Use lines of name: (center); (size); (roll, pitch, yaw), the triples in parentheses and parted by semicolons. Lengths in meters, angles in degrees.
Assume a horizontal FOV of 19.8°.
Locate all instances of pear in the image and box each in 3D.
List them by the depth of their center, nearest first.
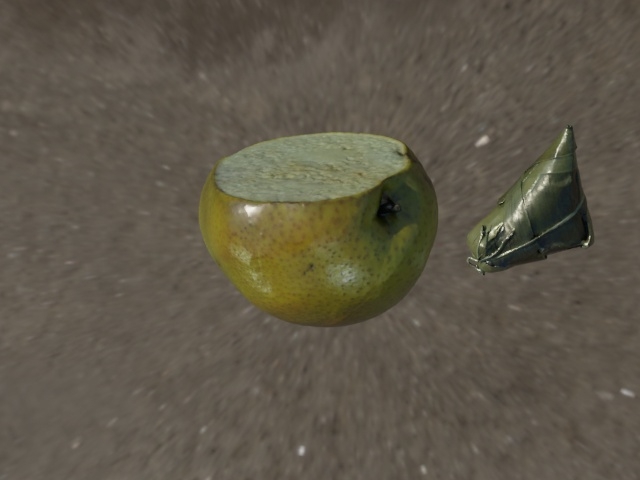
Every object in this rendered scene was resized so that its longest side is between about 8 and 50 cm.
pear: (0.000, 0.000, 1.070); (0.141, 0.141, 0.104); (-9, 108, 1)

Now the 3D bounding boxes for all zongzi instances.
zongzi: (0.163, -0.033, 1.500); (0.109, 0.055, 0.119); (-17, 127, 0)
